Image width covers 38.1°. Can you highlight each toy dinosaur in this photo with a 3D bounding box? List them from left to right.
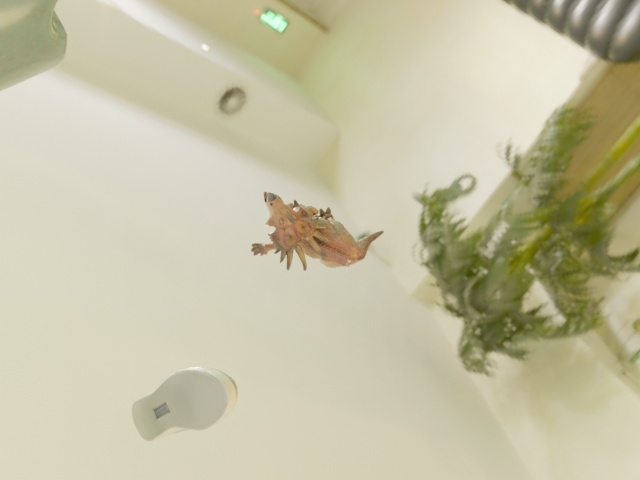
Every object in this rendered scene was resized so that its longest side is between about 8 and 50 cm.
[{"bbox_3d":[0.000,0.000,1.718,0.295,0.127,0.200,14,-178,-24],"label":"toy dinosaur"}]

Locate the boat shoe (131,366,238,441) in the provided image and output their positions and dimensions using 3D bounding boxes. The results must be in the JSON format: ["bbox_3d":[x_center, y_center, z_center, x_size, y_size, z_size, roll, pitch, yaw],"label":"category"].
[{"bbox_3d":[-0.163,0.204,1.203,0.081,0.227,0.079,-18,-97,-42],"label":"boat shoe"}]

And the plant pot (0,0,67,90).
[{"bbox_3d":[-0.359,-0.175,0.566,0.334,0.341,0.341,-24,-129,-21],"label":"plant pot"}]
